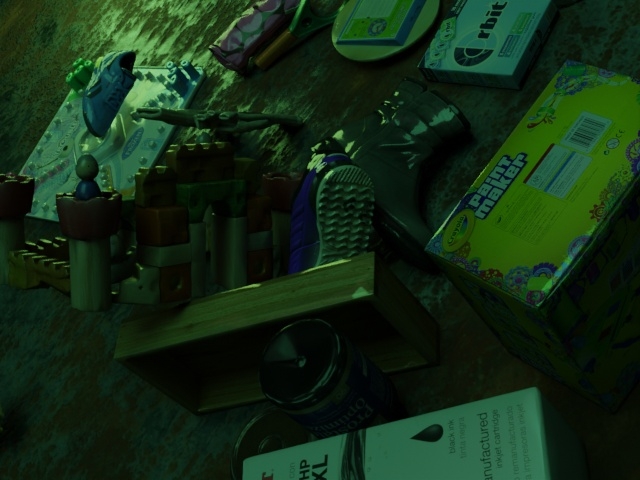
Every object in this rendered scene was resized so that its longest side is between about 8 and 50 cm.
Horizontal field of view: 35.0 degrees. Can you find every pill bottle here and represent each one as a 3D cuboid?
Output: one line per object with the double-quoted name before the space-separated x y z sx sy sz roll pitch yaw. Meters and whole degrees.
"pill bottle" 0.026 0.200 1.305 0.123 0.219 0.123 -19 49 24

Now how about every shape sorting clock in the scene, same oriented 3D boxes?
"shape sorting clock" 0.116 -0.396 1.810 0.206 0.040 0.206 -19 46 21

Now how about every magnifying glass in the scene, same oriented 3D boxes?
"magnifying glass" -0.034 -0.405 1.903 0.231 0.092 0.026 -39 47 19

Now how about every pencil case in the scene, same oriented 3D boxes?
"pencil case" -0.115 -0.411 1.953 0.209 0.095 0.098 -45 51 2

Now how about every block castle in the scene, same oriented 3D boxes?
"block castle" -0.249 -0.049 1.519 0.303 0.453 0.213 11 104 43

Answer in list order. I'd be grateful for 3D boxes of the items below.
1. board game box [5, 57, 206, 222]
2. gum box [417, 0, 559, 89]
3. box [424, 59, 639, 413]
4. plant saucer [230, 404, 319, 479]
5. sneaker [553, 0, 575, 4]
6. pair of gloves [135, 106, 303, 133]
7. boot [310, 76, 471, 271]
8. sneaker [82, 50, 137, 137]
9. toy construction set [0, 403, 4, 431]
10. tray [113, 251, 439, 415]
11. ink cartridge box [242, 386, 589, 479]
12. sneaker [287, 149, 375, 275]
"board game box" -0.464 -0.213 2.081 0.390 0.050 0.390 9 65 39
"gum box" 0.272 -0.325 1.647 0.184 0.041 0.157 14 68 42
"box" 0.322 -0.001 1.202 0.177 0.279 0.290 30 77 44
"plant saucer" -0.063 0.299 1.432 0.168 0.029 0.168 -19 48 23
"sneaker" 0.417 -0.425 1.618 0.152 0.054 0.061 -24 38 11
"pair of gloves" -0.177 -0.209 1.789 0.240 0.204 0.042 7 98 35
"boot" 0.142 -0.121 1.543 0.222 0.118 0.338 -37 49 0
"sneaker" -0.416 -0.300 2.026 0.082 0.069 0.209 -11 53 25
"toy construction set" -0.672 0.325 1.710 0.327 0.215 0.151 -29 46 15
"tray" -0.062 0.140 1.423 0.411 0.203 0.076 -16 50 25
"ink cartridge box" 0.106 0.366 1.162 0.395 0.166 0.285 -19 49 24
"sneaker" 0.001 0.000 1.489 0.146 0.102 0.293 -126 44 -54
